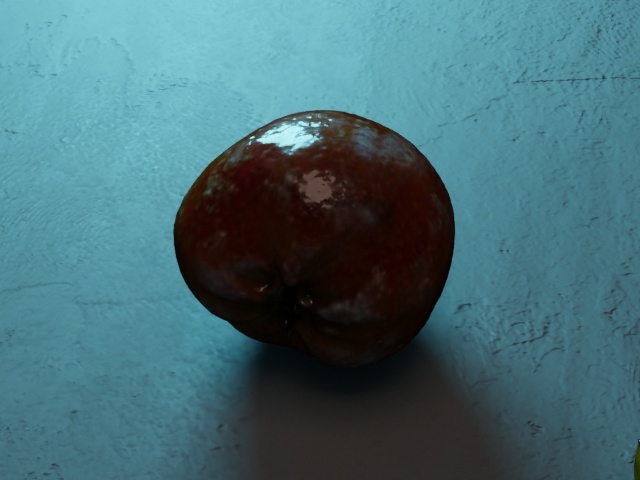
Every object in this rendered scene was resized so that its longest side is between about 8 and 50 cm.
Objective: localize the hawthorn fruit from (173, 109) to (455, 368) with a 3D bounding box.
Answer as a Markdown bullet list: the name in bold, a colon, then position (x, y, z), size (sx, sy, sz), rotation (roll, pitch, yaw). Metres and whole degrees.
- **hawthorn fruit**: position (0.000, 0.000, 1.776), size (0.284, 0.284, 0.284), rotation (-1, 43, 1)

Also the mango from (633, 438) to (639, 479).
- **mango**: position (0.403, 0.206, 1.622), size (0.221, 0.120, 0.151), rotation (-10, 52, -12)
